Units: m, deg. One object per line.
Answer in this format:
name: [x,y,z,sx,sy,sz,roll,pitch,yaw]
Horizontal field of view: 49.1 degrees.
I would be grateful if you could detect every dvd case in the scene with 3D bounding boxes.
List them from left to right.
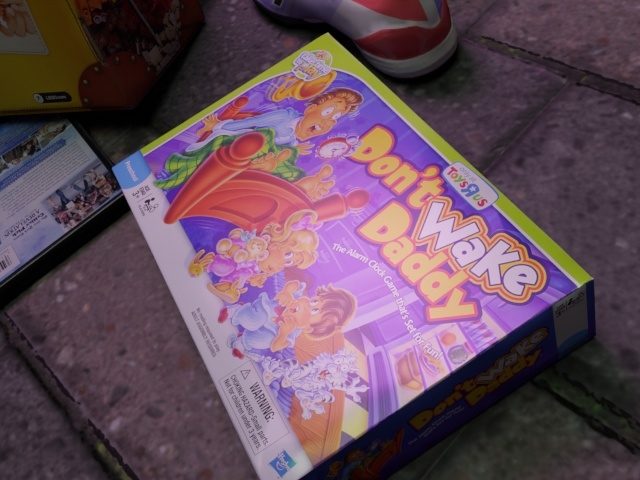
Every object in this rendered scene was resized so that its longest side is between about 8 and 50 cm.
dvd case: [-0.320,-0.057,0.755,0.180,0.022,0.253,-39,50,-9]

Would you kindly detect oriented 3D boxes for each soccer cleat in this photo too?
soccer cleat: [0.011,-0.275,0.720,0.108,0.116,0.318,-40,51,-10]

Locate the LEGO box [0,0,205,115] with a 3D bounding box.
LEGO box: [-0.439,-0.338,0.767,0.500,0.372,0.193,2,46,23]

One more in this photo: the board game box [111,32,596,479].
board game box: [0.000,0.000,0.547,0.233,0.078,0.347,-33,50,-4]
